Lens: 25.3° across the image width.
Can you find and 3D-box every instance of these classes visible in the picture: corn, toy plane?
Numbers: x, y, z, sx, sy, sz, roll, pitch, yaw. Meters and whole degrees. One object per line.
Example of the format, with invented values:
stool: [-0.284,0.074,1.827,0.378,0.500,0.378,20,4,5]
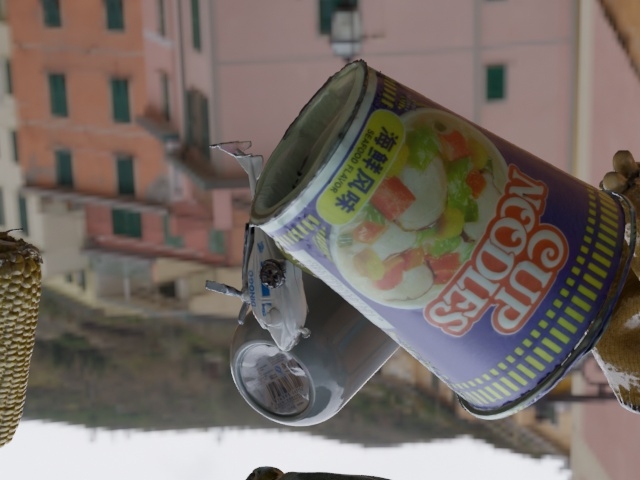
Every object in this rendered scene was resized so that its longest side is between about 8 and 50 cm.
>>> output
corn: [-0.427,0.134,1.865,0.106,0.305,0.106,9,-156,-4]
toy plane: [-0.064,0.006,1.868,0.107,0.273,0.182,-3,170,37]

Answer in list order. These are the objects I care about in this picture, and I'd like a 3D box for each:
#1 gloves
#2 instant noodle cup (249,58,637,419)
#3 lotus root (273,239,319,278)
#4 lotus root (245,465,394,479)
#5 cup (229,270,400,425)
gloves: [0.415,0.056,1.801,0.155,0.357,0.203,-26,-163,-31]
instant noodle cup: [0.107,-0.015,1.422,0.312,0.284,0.284,33,-172,-17]
lotus root: [0.000,0.001,1.817,0.183,0.090,0.077,31,-169,-34]
lotus root: [0.009,0.397,2.027,0.322,0.140,0.158,1,171,41]
cup: [0.008,0.133,2.163,0.205,0.206,0.312,7,-151,29]
